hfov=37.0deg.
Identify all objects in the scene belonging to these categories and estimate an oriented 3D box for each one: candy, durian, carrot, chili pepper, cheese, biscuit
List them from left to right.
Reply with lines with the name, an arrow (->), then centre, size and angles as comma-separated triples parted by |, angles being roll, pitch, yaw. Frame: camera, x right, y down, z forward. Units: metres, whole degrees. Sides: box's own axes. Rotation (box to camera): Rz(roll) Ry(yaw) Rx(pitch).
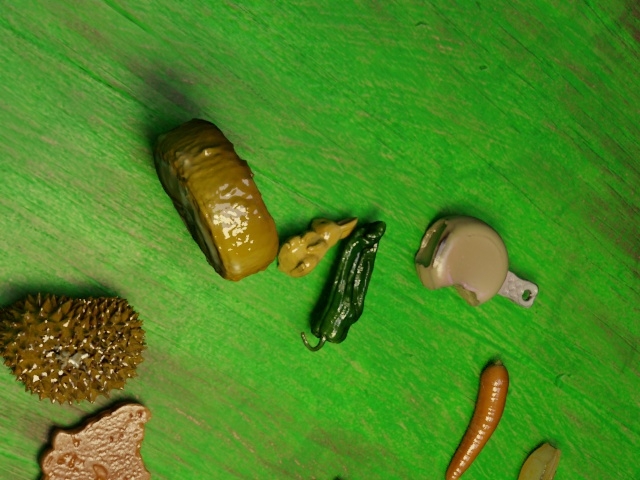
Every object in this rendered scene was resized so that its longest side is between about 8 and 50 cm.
durian -> -0.372, 0.173, 1.471 | 0.250, 0.138, 0.183 | 4, 90, -33
biscuit -> -0.377, 0.377, 1.556 | 0.183, 0.043, 0.280 | 41, 86, -23
candy -> -0.158, -0.060, 1.456 | 0.118, 0.260, 0.260 | -30, 112, -12
chili pepper -> 0.047, 0.081, 1.679 | 0.074, 0.100, 0.257 | 18, 83, 16
carrot -> 0.317, 0.363, 1.887 | 0.066, 0.062, 0.271 | 5, 104, -60
cheese -> 0.308, 0.060, 1.805 | 0.286, 0.082, 0.163 | 30, 87, -29

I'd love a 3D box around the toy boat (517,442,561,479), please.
toy boat -> 0.445, 0.500, 1.974 | 0.066, 0.065, 0.172 | 21, 93, -47

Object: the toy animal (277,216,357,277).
toy animal -> -0.002, 0.000, 1.657 | 0.159, 0.083, 0.070 | -37, 88, -27
